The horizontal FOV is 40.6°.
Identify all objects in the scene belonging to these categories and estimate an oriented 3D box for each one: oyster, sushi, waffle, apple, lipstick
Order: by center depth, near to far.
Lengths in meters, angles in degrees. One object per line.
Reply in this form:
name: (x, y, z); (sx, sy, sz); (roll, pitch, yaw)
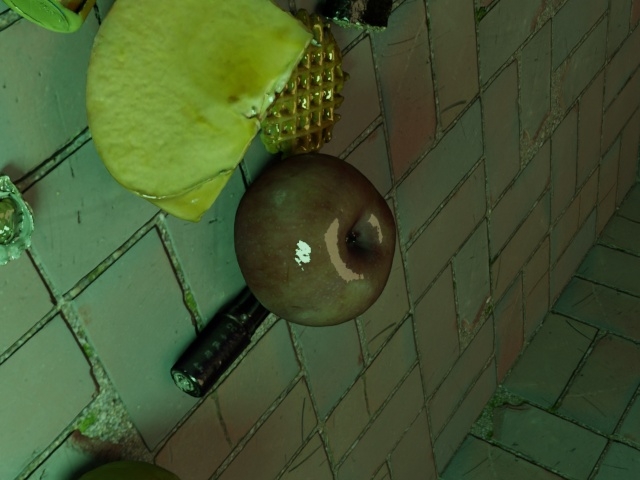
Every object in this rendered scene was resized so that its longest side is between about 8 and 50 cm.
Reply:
oyster: (-0.409, -0.020, 1.090); (0.100, 0.037, 0.098); (-37, 121, -11)
apple: (-0.161, -0.193, 1.160); (0.309, 0.252, 0.314); (-55, 145, -1)
apple: (0.000, 0.000, 1.482); (0.306, 0.235, 0.305); (3, 86, -46)
waffle: (-0.032, -0.259, 1.499); (0.245, 0.052, 0.254); (-61, 147, -16)
sushi: (0.067, -0.410, 1.526); (0.150, 0.091, 0.078); (-13, 123, -56)
lipstick: (-0.150, 0.151, 1.526); (0.299, 0.081, 0.081); (-50, 144, -37)

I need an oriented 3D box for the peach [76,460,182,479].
peach: (-0.282, 0.505, 1.334); (0.281, 0.314, 0.315); (-47, 142, -6)

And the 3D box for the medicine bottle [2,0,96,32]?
medicine bottle: (-0.278, -0.365, 1.001); (0.238, 0.124, 0.124); (-62, 148, -13)
